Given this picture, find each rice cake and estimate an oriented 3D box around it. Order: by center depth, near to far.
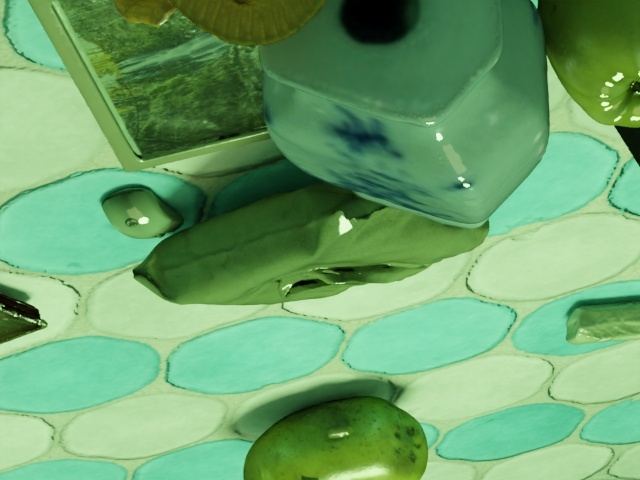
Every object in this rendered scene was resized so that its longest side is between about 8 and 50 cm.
[{"bbox_3d":[0.438,0.103,2.331,0.256,0.052,0.057,-4,156,-16],"label":"rice cake"}]

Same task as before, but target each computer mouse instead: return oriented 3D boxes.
[{"bbox_3d":[-0.178,-0.019,1.849,0.055,0.032,0.110,-21,153,20],"label":"computer mouse"}]

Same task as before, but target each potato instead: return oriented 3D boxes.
[{"bbox_3d":[0.018,0.289,2.416,0.228,0.149,0.197,-23,174,34],"label":"potato"}]

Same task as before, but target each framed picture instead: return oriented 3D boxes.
[{"bbox_3d":[-0.102,-0.165,1.604,0.240,0.020,0.324,-13,154,3],"label":"framed picture"}]

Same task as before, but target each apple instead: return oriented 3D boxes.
[{"bbox_3d":[0.274,-0.192,1.532,0.200,0.200,0.200,-10,154,-5],"label":"apple"}]

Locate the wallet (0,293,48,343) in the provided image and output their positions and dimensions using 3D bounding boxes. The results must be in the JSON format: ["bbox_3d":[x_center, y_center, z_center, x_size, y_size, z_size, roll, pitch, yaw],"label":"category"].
[{"bbox_3d":[-0.410,0.068,1.929,0.122,0.031,0.232,-23,150,30],"label":"wallet"}]

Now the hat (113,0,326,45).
[{"bbox_3d":[-0.139,-0.258,1.299,0.244,0.234,0.233,30,160,-38],"label":"hat"}]

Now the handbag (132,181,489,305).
[{"bbox_3d":[0.000,0.001,1.852,0.253,0.109,0.315,1,164,-44],"label":"handbag"}]

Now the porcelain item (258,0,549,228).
[{"bbox_3d":[0.076,-0.128,1.497,0.242,0.179,0.405,19,173,13],"label":"porcelain item"}]

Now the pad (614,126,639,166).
[{"bbox_3d":[0.347,-0.183,1.616,0.009,0.160,0.265,-21,168,-48],"label":"pad"}]
